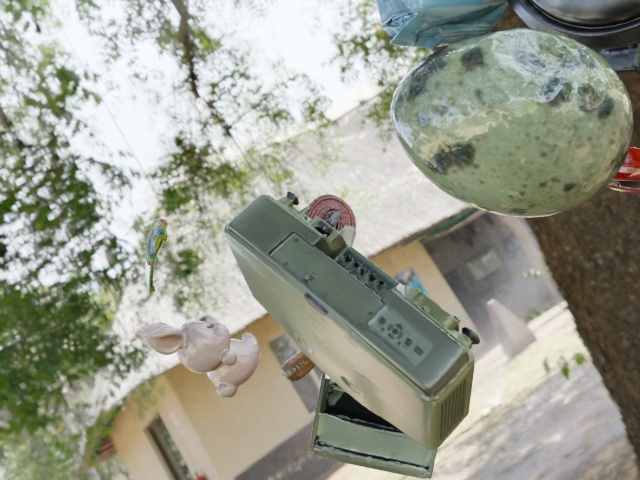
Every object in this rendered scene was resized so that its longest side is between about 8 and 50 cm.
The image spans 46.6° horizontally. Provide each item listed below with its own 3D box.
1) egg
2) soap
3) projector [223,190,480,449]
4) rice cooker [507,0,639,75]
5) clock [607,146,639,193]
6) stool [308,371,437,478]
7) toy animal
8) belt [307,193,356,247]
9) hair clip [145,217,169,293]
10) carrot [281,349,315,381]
[{"bbox_3d":[0.142,-0.090,0.563,0.182,0.141,0.141,9,-18,-6],"label":"egg"},{"bbox_3d":[0.110,-0.360,0.821,0.156,0.293,0.077,-19,4,-29],"label":"soap"},{"bbox_3d":[0.033,0.080,0.736,0.088,0.270,0.193,-43,-28,-18],"label":"projector"},{"bbox_3d":[0.318,-0.307,0.764,0.241,0.280,0.227,7,6,37],"label":"rice cooker"},{"bbox_3d":[0.468,-0.108,1.122,0.113,0.061,0.155,9,2,33],"label":"clock"},{"bbox_3d":[0.125,0.296,1.471,0.170,0.244,0.269,-61,-20,-71],"label":"stool"},{"bbox_3d":[-0.202,0.174,1.272,0.124,0.124,0.212,-35,-51,19],"label":"toy animal"},{"bbox_3d":[0.000,0.000,1.596,0.124,0.128,0.200,-43,26,62],"label":"belt"},{"bbox_3d":[-0.348,0.029,1.547,0.033,0.060,0.188,3,-59,-27],"label":"hair clip"},{"bbox_3d":[-0.012,0.145,0.958,0.093,0.032,0.032,-44,-6,-19],"label":"carrot"}]
